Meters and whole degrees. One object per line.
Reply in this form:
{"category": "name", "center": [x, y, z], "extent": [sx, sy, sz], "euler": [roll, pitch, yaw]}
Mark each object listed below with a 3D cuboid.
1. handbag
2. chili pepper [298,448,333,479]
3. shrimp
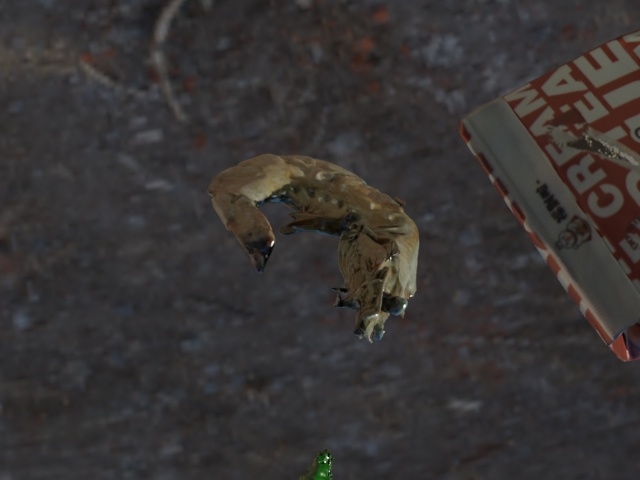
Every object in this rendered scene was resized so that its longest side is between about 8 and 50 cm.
{"category": "handbag", "center": [0.223, -0.040, 0.993], "extent": [0.298, 0.171, 0.151], "euler": [-16, 156, -34]}
{"category": "chili pepper", "center": [-0.037, 0.294, 1.487], "extent": [0.059, 0.227, 0.088], "euler": [23, 174, -7]}
{"category": "shrimp", "center": [0.000, 0.000, 1.773], "extent": [0.246, 0.360, 0.085], "euler": [13, 118, -18]}
